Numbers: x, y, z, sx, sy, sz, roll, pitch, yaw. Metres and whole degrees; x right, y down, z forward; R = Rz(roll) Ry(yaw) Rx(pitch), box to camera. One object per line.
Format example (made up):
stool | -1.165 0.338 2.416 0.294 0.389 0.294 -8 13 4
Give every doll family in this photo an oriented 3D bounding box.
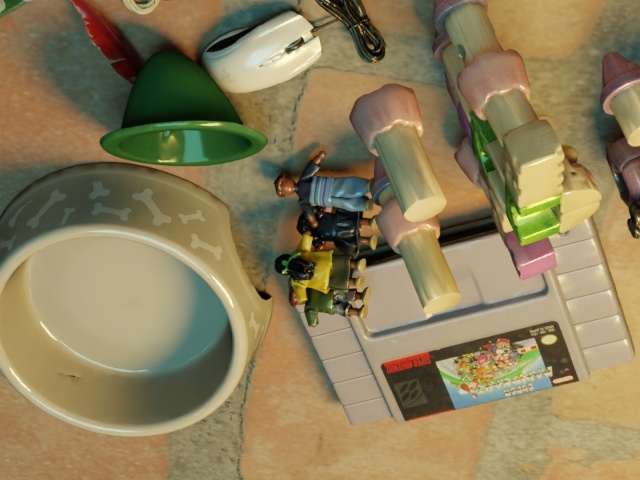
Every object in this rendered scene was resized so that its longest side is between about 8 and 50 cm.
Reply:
doll family | 0.000 0.000 1.606 0.111 0.076 0.193 8 87 19

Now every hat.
hat | -0.155 -0.188 1.536 0.173 0.184 0.208 -9 168 28

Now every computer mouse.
computer mouse | -0.037 -0.198 1.511 0.193 0.042 0.106 -23 120 19

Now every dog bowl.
dog bowl | -0.231 0.083 1.687 0.348 0.102 0.349 2 124 3

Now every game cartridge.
game cartridge | 0.166 0.092 1.682 0.355 0.068 0.230 -15 117 15

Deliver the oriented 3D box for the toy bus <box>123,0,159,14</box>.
toy bus | -0.117 -0.292 1.417 0.190 0.104 0.202 2 124 4

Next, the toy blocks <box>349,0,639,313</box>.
toy blocks | 0.183 -0.129 1.453 0.308 0.260 0.288 -20 153 -1

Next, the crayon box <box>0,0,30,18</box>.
crayon box | -0.445 -0.272 1.439 0.323 0.083 0.203 -22 123 31
